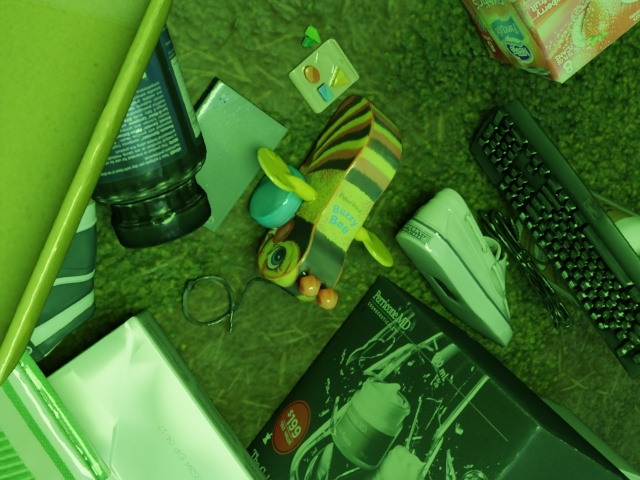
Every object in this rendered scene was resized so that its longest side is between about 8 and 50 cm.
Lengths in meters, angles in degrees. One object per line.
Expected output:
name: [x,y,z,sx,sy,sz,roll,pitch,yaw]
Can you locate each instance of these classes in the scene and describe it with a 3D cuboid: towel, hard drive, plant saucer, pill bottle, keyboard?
towel: [-0.369,0.184,0.789,0.324,0.038,0.248,-31,96,20]
hard drive: [-0.109,-0.086,0.913,0.094,0.022,0.135,33,97,-31]
plant saucer: [-0.283,-0.085,0.669,0.333,0.332,0.081,-68,157,-7]
pill bottle: [-0.176,-0.110,0.806,0.122,0.123,0.219,-21,113,-14]
pill bottle: [0.340,0.026,1.037,0.131,0.229,0.131,-9,115,-20]
keyboard: [0.260,0.011,0.975,0.033,0.317,0.201,-24,159,-19]

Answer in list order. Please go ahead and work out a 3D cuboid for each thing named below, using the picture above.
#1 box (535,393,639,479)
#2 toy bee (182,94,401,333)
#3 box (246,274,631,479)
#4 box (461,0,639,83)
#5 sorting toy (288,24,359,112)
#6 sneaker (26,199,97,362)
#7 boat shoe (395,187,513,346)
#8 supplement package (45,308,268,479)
box: [0.292,0.290,1.160,0.182,0.181,0.119,25,101,-30]
toy bee: [0.000,0.000,0.919,0.195,0.162,0.298,11,107,-31]
box: [0.100,0.262,0.970,0.179,0.343,0.312,35,95,-31]
box: [0.295,-0.323,0.917,0.300,0.142,0.154,-39,122,-3]
sorting toy: [-0.002,-0.181,0.924,0.062,0.012,0.083,-40,122,-3]
sneaker: [-0.344,0.044,0.823,0.282,0.099,0.153,-10,114,-23]
boat shoe: [0.177,0.035,1.039,0.088,0.096,0.267,-51,132,-9]
supplement package: [-0.188,0.235,0.889,0.204,0.145,0.262,-35,93,-6]
